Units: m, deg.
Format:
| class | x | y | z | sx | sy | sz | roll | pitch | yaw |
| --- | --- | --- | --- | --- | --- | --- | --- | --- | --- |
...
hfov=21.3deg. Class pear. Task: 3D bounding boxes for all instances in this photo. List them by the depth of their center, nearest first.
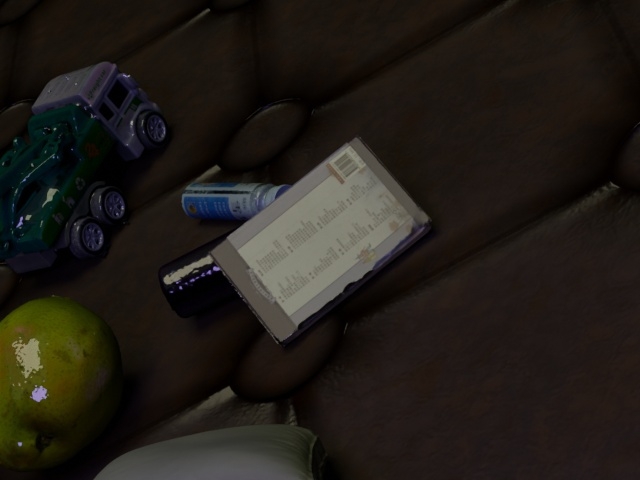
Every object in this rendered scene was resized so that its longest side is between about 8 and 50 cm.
| class | x | y | z | sx | sy | sz | roll | pitch | yaw |
| --- | --- | --- | --- | --- | --- | --- | --- | --- | --- |
| pear | -0.326 | 0.176 | 2.033 | 0.187 | 0.187 | 0.219 | -21 | 28 | 25 |

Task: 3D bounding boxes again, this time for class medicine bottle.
| class | x | y | z | sx | sy | sz | roll | pitch | yaw |
| --- | --- | --- | --- | --- | --- | --- | --- | --- | --- |
| medicine bottle | -0.107 | -0.051 | 2.243 | 0.191 | 0.051 | 0.051 | 4 | 50 | 47 |

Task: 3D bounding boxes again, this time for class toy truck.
| class | x | y | z | sx | sy | sz | roll | pitch | yaw |
| --- | --- | --- | --- | --- | --- | --- | --- | --- | --- |
| toy truck | -0.368 | -0.100 | 2.457 | 0.176 | 0.178 | 0.363 | -10 | 37 | 38 |

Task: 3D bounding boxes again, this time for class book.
| class | x | y | z | sx | sy | sz | roll | pitch | yaw |
| --- | --- | --- | --- | --- | --- | --- | --- | --- | --- |
| book | 0.000 | 0.000 | 2.017 | 0.231 | 0.026 | 0.157 | -38 | 61 | -1 |

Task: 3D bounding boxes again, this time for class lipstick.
| class | x | y | z | sx | sy | sz | roll | pitch | yaw |
| --- | --- | --- | --- | --- | --- | --- | --- | --- | --- |
| lipstick | -0.057 | 0.005 | 2.090 | 0.300 | 0.081 | 0.081 | -26 | 32 | 8 |

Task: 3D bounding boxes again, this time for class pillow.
| class | x | y | z | sx | sy | sz | roll | pitch | yaw |
| --- | --- | --- | --- | --- | --- | --- | --- | --- | --- |
| pillow | -0.115 | 0.253 | 1.642 | 0.255 | 0.120 | 0.322 | -11 | 4 | 1 |

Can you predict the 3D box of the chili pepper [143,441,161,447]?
| class | x | y | z | sx | sy | sz | roll | pitch | yaw |
| --- | --- | --- | --- | --- | --- | --- | --- | --- | --- |
| chili pepper | -0.205 | 0.277 | 1.886 | 0.123 | 0.070 | 0.073 | -43 | 23 | -9 |
